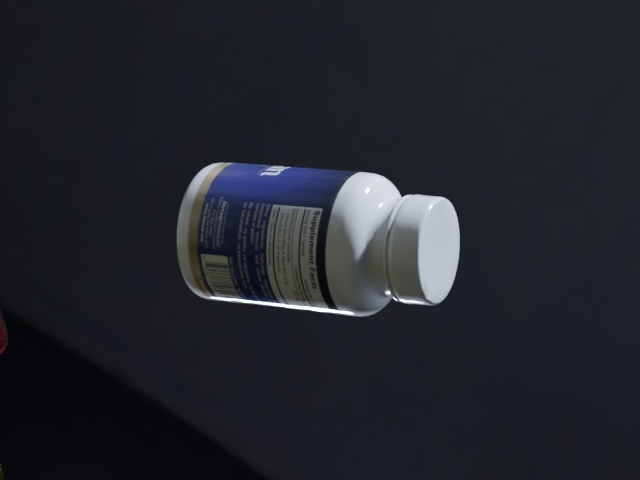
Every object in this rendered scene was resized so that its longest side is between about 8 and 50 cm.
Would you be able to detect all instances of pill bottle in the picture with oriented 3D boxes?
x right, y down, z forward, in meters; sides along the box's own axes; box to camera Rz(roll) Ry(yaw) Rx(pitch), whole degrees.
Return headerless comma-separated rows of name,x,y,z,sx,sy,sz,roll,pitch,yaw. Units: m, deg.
pill bottle,0.000,0.000,1.136,0.094,0.169,0.094,-21,114,-62

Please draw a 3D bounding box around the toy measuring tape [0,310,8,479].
toy measuring tape,-0.232,-0.012,0.788,0.121,0.330,0.121,-25,-170,5
